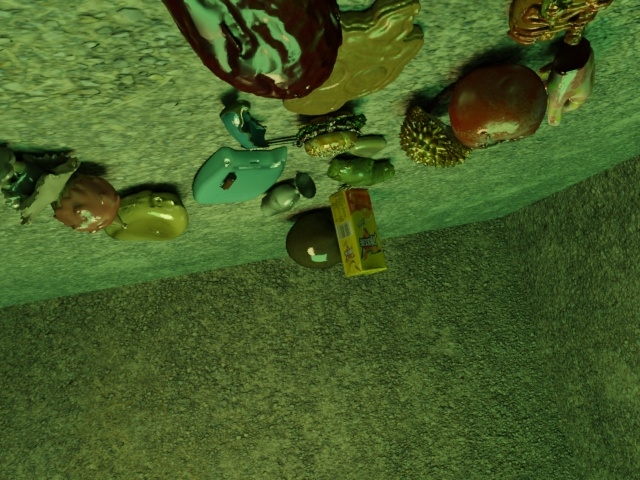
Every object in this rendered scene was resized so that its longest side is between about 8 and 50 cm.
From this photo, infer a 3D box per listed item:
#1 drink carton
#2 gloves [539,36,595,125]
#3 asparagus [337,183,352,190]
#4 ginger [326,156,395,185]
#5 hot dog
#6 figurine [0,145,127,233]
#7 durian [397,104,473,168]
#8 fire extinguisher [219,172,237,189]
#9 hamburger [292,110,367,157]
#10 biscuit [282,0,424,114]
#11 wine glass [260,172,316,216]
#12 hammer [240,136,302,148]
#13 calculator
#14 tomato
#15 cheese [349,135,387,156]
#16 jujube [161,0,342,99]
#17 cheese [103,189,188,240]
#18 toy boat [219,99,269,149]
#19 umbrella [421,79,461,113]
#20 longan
[{"bbox_3d":[0.157,-0.034,1.875,0.154,0.352,0.111,-4,166,-39],"label":"drink carton"},{"bbox_3d":[0.610,-0.385,1.103,0.126,0.145,0.241,-16,161,27],"label":"gloves"},{"bbox_3d":[0.168,-0.233,1.722,0.236,0.027,0.034,-18,-171,32],"label":"asparagus"},{"bbox_3d":[0.146,-0.235,1.531,0.137,0.089,0.289,-41,152,30],"label":"ginger"},{"bbox_3d":[0.422,-0.429,0.719,0.158,0.117,0.349,-12,170,0],"label":"hot dog"},{"bbox_3d":[-0.617,-0.112,1.110,0.207,0.166,0.387,-51,155,6],"label":"figurine"},{"bbox_3d":[0.305,-0.268,1.221,0.249,0.138,0.183,7,-170,-32],"label":"durian"},{"bbox_3d":[-0.265,-0.166,1.279,0.028,0.022,0.083,33,148,-17],"label":"fire extinguisher"},{"bbox_3d":[0.030,-0.266,1.138,0.189,0.093,0.164,-14,-177,26],"label":"hamburger"},{"bbox_3d":[0.061,-0.351,0.903,0.269,0.051,0.376,-8,168,-33],"label":"biscuit"},{"bbox_3d":[-0.122,-0.156,1.589,0.103,0.103,0.222,-2,164,-46],"label":"wine glass"},{"bbox_3d":[-0.128,-0.263,1.223,0.178,0.021,0.065,-11,171,-8],"label":"hammer"},{"bbox_3d":[-0.259,-0.186,1.398,0.256,0.055,0.386,-7,169,-29],"label":"calculator"},{"bbox_3d":[0.423,-0.325,1.072,0.231,0.189,0.232,-12,-177,1],"label":"tomato"},{"bbox_3d":[0.106,-0.284,1.345,0.192,0.038,0.097,-5,166,-34],"label":"cheese"},{"bbox_3d":[-0.083,-0.304,0.595,0.197,0.197,0.290,-18,160,27],"label":"jujube"},{"bbox_3d":[-0.546,-0.075,1.443,0.259,0.128,0.315,-2,163,-38],"label":"cheese"},{"bbox_3d":[-0.162,-0.265,1.014,0.077,0.075,0.185,-12,166,14],"label":"toy boat"},{"bbox_3d":[0.317,-0.371,1.173,0.027,0.025,0.165,-32,180,-24],"label":"umbrella"},{"bbox_3d":[0.000,0.000,2.107,0.350,0.289,0.288,-15,174,-42],"label":"longan"}]
